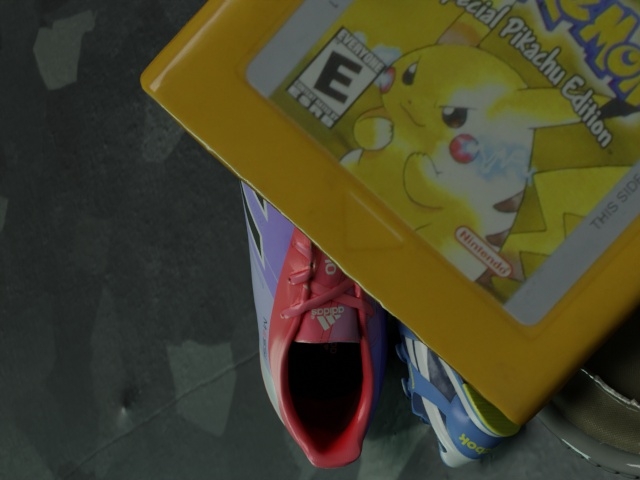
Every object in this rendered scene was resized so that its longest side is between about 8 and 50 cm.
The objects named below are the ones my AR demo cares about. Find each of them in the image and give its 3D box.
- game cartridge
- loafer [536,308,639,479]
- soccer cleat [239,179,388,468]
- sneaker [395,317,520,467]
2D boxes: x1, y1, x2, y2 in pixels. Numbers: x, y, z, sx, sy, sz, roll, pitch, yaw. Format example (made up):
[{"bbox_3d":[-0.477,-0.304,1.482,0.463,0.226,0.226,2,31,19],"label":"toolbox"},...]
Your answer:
[{"bbox_3d":[0.114,-0.108,0.912,0.324,0.285,0.053,-47,7,9],"label":"game cartridge"},{"bbox_3d":[0.167,0.072,0.990,0.251,0.094,0.087,26,106,52],"label":"loafer"},{"bbox_3d":[0.000,0.000,1.117,0.116,0.108,0.318,-102,7,-58],"label":"soccer cleat"},{"bbox_3d":[0.077,0.086,1.137,0.059,0.053,0.144,-54,43,32],"label":"sneaker"}]
